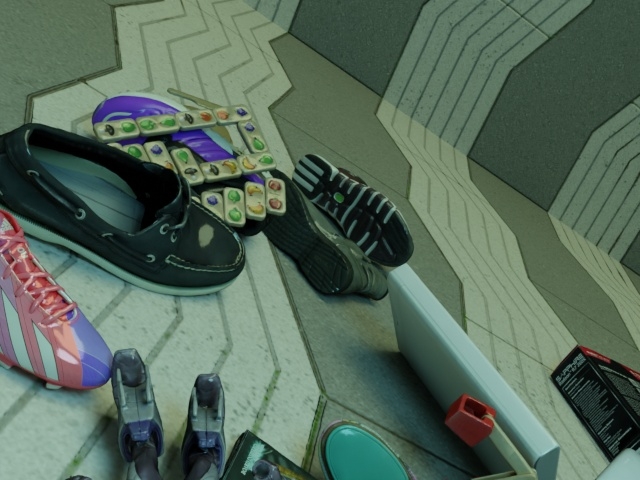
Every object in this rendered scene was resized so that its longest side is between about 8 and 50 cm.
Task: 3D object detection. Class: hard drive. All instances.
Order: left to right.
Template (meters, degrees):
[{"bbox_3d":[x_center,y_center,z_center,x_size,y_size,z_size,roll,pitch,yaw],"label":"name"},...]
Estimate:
[{"bbox_3d":[0.190,0.195,1.053,0.307,0.040,0.203,54,-14,38],"label":"hard drive"}]

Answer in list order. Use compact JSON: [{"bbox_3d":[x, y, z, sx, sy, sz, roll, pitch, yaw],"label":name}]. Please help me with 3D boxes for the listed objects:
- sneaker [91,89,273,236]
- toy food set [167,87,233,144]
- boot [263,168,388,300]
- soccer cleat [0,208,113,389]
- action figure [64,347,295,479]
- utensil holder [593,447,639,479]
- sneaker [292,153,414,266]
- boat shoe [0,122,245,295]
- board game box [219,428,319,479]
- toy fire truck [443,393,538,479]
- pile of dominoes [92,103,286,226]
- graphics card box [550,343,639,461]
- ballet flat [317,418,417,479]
[{"bbox_3d":[-0.185,-0.099,1.138,0.293,0.102,0.146,29,27,-18],"label":"sneaker"},{"bbox_3d":[-0.207,-0.182,1.393,0.132,0.038,0.192,17,33,-29],"label":"toy food set"},{"bbox_3d":[0.000,0.000,1.295,0.246,0.083,0.161,53,17,24],"label":"boot"},{"bbox_3d":[-0.272,0.031,0.705,0.248,0.095,0.083,39,20,5],"label":"soccer cleat"},{"bbox_3d":[-0.109,0.191,0.596,0.185,0.099,0.285,5,20,-15],"label":"action figure"},{"bbox_3d":[0.238,0.372,0.496,0.385,0.328,0.327,45,21,25],"label":"utensil holder"},{"bbox_3d":[0.087,-0.061,1.520,0.281,0.106,0.162,45,18,20],"label":"sneaker"},{"bbox_3d":[-0.202,-0.039,0.899,0.340,0.113,0.127,29,44,-32],"label":"boat shoe"},{"bbox_3d":[-0.043,0.254,0.706,0.126,0.026,0.186,37,20,-2],"label":"board game box"},{"bbox_3d":[0.192,0.277,0.894,0.192,0.135,0.047,39,20,4],"label":"toy fire truck"},{"bbox_3d":[-0.161,-0.101,1.068,0.251,0.040,0.196,-15,65,-33],"label":"pile of dominoes"},{"bbox_3d":[0.596,0.366,1.457,0.232,0.094,0.371,25,22,-33],"label":"graphics card box"},{"bbox_3d":[0.077,0.266,0.832,0.221,0.077,0.079,44,-6,-4],"label":"ballet flat"}]
